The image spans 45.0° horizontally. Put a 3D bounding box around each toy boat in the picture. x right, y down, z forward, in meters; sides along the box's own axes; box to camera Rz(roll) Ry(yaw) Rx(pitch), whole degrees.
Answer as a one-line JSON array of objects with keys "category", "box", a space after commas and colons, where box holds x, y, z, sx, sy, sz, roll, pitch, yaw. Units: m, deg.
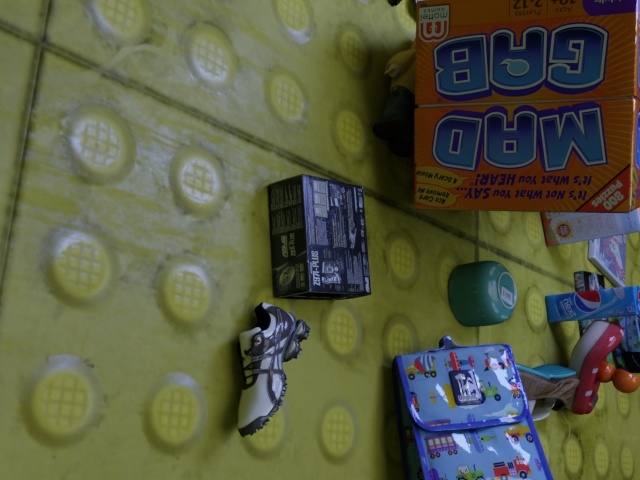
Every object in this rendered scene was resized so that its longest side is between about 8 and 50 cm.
[{"category": "toy boat", "box": [0.651, 0.299, 1.761, 0.151, 0.151, 0.231, -30, 132, -52]}]

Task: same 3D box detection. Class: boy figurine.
[{"category": "boy figurine", "box": [0.192, -0.292, 1.487, 0.177, 0.092, 0.285, 43, 55, -30]}]

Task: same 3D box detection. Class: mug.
[{"category": "mug", "box": [0.338, 0.100, 1.549, 0.157, 0.097, 0.130, -33, 105, -47]}]

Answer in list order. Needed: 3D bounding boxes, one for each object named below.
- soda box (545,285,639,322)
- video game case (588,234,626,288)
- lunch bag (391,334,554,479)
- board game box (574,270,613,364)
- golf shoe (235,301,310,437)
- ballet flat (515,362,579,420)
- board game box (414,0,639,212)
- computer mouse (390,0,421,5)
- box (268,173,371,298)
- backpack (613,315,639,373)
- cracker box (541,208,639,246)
[{"category": "soda box", "box": [0.636, 0.148, 1.786, 0.071, 0.210, 0.067, 3, 78, -48]}, {"category": "video game case", "box": [0.800, 0.012, 2.146, 0.201, 0.023, 0.184, 35, 57, -38]}, {"category": "lunch bag", "box": [0.246, 0.310, 1.330, 0.220, 0.138, 0.293, -5, 71, -14]}, {"category": "board game box", "box": [0.705, 0.213, 1.989, 0.136, 0.030, 0.260, 13, 71, -49]}, {"category": "golf shoe", "box": [-0.090, 0.176, 1.079, 0.094, 0.077, 0.198, 40, 46, -22]}, {"category": "ballet flat", "box": [0.437, 0.318, 1.619, 0.342, 0.116, 0.124, 15, 88, -50]}, {"category": "board game box", "box": [0.397, -0.238, 1.399, 0.356, 0.356, 0.357, -10, 101, -63]}, {"category": "computer mouse", "box": [0.216, -0.480, 1.597, 0.193, 0.042, 0.106, 31, 54, -33]}, {"category": "box", "box": [0.000, 0.000, 1.207, 0.147, 0.077, 0.180, 6, 76, -48]}, {"category": "backpack", "box": [0.849, 0.253, 2.072, 0.158, 0.116, 0.173, -41, 112, -45]}, {"category": "cracker box", "box": [0.644, -0.080, 1.833, 0.067, 0.232, 0.156, -6, 86, -49]}]
